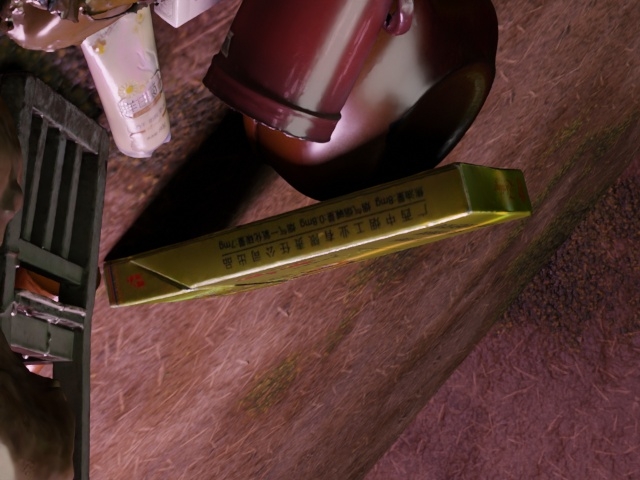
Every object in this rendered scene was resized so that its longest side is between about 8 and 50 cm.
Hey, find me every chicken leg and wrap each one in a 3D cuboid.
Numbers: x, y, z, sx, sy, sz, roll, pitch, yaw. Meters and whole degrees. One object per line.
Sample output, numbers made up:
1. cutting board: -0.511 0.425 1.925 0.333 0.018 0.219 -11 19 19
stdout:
1. chicken leg: -0.100 -0.182 0.607 0.196 0.080 0.125 -53 160 -2

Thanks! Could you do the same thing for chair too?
1. chair: -0.226 0.047 0.728 0.136 0.147 0.270 42 46 -73

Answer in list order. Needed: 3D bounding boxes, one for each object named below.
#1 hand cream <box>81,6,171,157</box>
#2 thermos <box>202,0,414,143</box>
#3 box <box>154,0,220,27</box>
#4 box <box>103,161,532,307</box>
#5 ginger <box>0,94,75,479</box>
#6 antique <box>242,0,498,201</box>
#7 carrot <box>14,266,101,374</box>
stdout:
1. hand cream: -0.122 -0.108 0.765 0.061 0.039 0.143 -41 155 -21
2. thermos: 0.010 -0.186 0.747 0.124 0.099 0.232 18 110 -23
3. box: -0.069 -0.178 0.759 0.083 0.024 0.054 -38 160 -30
4. box: 0.000 0.000 0.953 0.311 0.043 0.173 -15 174 24
5. ginger: -0.277 0.077 0.532 0.375 0.176 0.256 -33 116 -12
6. antique: 0.047 -0.128 0.947 0.223 0.129 0.278 -46 163 -8
7. carrot: -0.239 0.095 0.890 0.224 0.057 0.057 -53 161 29
